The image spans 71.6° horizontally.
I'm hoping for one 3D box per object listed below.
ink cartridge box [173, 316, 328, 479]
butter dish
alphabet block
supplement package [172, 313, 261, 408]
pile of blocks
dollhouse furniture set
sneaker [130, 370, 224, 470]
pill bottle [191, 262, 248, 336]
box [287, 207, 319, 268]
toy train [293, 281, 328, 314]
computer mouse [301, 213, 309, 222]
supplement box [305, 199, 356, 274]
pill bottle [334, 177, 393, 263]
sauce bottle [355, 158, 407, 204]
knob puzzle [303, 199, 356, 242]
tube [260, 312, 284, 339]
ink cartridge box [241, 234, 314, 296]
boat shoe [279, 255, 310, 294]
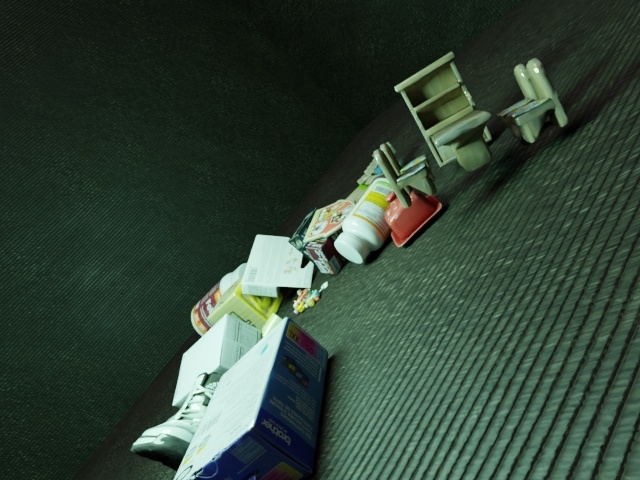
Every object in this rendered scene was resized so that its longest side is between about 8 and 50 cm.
[{"bbox_3d":[-0.136,0.381,0.901,0.270,0.151,0.395,-45,10,22],"label":"ink cartridge box"},{"bbox_3d":[0.224,-0.084,1.193,0.160,0.118,0.160,-45,11,14],"label":"butter dish"},{"bbox_3d":[-0.297,0.269,1.781,0.197,0.193,0.192,-42,15,29],"label":"alphabet block"},{"bbox_3d":[-0.329,0.407,1.429,0.262,0.145,0.204,-43,29,26],"label":"supplement package"},{"bbox_3d":[0.228,-0.218,1.698,0.149,0.112,0.362,-1,50,51],"label":"pile of blocks"},{"bbox_3d":[0.309,-0.308,1.069,0.362,0.256,0.394,-28,9,19],"label":"dollhouse furniture set"},{"bbox_3d":[-0.337,0.443,1.142,0.447,0.169,0.258,121,173,-61],"label":"sneaker"},{"bbox_3d":[-0.416,0.289,2.084,0.392,0.224,0.224,-42,13,30],"label":"pill bottle"},{"bbox_3d":[0.000,0.000,1.595,0.077,0.180,0.147,-33,18,54],"label":"box"},{"bbox_3d":[-0.047,0.183,1.501,0.166,0.046,0.125,-36,17,49],"label":"toy train"},{"bbox_3d":[-0.043,-0.063,2.297,0.184,0.060,0.262,-47,22,-16],"label":"computer mouse"},{"bbox_3d":[0.061,-0.014,1.512,0.073,0.130,0.239,5,49,41],"label":"supplement box"},{"bbox_3d":[0.151,-0.056,1.325,0.246,0.136,0.136,-52,12,-19],"label":"pill bottle"},{"bbox_3d":[0.202,-0.146,1.514,0.344,0.111,0.111,-53,12,-27],"label":"sauce bottle"},{"bbox_3d":[0.037,-0.081,1.459,0.213,0.030,0.213,-29,27,17],"label":"knob puzzle"},{"bbox_3d":[-0.205,0.357,1.494,0.240,0.062,0.070,-55,-23,-7],"label":"tube"},{"bbox_3d":[-0.152,0.097,1.751,0.296,0.261,0.066,-81,-6,-51],"label":"ink cartridge box"},{"bbox_3d":[-0.146,0.138,1.890,0.302,0.109,0.098,-42,7,4],"label":"boat shoe"}]
